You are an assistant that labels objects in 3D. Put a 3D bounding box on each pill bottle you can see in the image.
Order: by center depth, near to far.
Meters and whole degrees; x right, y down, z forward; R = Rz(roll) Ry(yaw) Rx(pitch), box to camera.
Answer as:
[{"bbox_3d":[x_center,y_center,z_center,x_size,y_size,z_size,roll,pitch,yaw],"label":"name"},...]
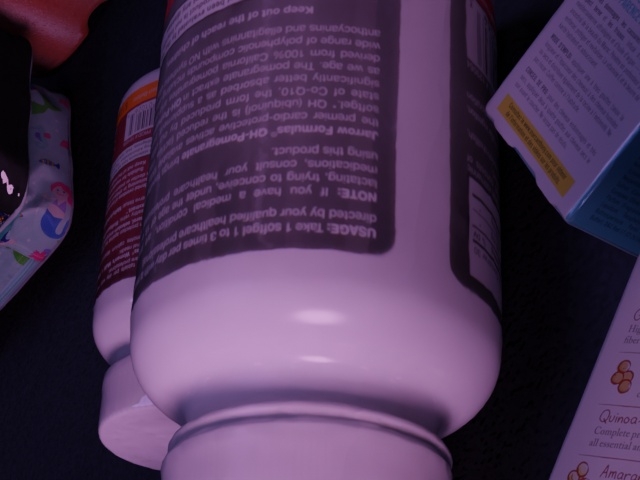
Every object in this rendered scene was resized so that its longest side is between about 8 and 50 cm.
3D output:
[{"bbox_3d":[0.000,0.000,0.758,0.176,0.176,0.318,-30,47,44],"label":"pill bottle"},{"bbox_3d":[-0.068,0.015,0.901,0.121,0.121,0.221,-30,47,44],"label":"pill bottle"}]

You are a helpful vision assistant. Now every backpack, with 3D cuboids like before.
[{"bbox_3d":[-0.320,-0.041,1.241,0.253,0.191,0.225,-40,37,24],"label":"backpack"}]

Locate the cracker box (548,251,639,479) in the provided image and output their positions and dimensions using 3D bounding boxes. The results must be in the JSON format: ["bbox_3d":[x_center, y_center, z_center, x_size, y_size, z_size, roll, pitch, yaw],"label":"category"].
[{"bbox_3d":[0.144,0.087,0.464,0.067,0.156,0.232,-3,55,50],"label":"cracker box"}]

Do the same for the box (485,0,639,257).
[{"bbox_3d":[0.180,-0.117,0.675,0.244,0.060,0.100,-53,35,21],"label":"box"}]

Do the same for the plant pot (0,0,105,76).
[{"bbox_3d":[-0.321,-0.281,1.326,0.272,0.265,0.272,-34,44,41],"label":"plant pot"}]
